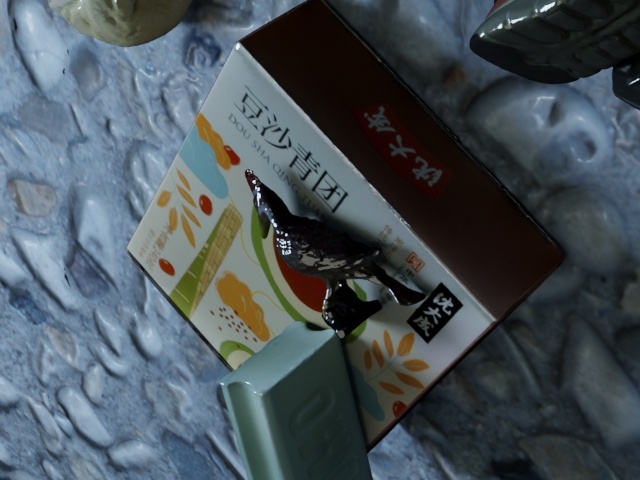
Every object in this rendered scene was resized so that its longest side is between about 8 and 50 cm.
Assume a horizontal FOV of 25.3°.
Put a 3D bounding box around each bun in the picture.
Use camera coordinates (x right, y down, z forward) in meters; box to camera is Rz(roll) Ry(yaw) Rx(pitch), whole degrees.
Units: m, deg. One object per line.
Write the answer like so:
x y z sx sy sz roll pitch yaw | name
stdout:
-0.210 -0.287 1.420 0.178 0.128 0.193 51 140 6 | bun

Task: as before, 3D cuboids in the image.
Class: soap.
-0.019 0.193 1.385 0.066 0.119 0.198 13 127 40 | soap

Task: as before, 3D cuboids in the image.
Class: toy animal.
-0.001 0.010 1.287 0.202 0.070 0.105 46 129 13 | toy animal

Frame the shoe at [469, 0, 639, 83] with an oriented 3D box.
0.215 -0.213 1.020 0.114 0.137 0.291 22 159 -19 | shoe

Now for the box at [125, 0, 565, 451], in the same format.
0.003 0.014 1.424 0.344 0.122 0.385 47 142 9 | box

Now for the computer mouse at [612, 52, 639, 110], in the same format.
0.291 -0.128 1.026 0.192 0.106 0.062 -8 119 51 | computer mouse
